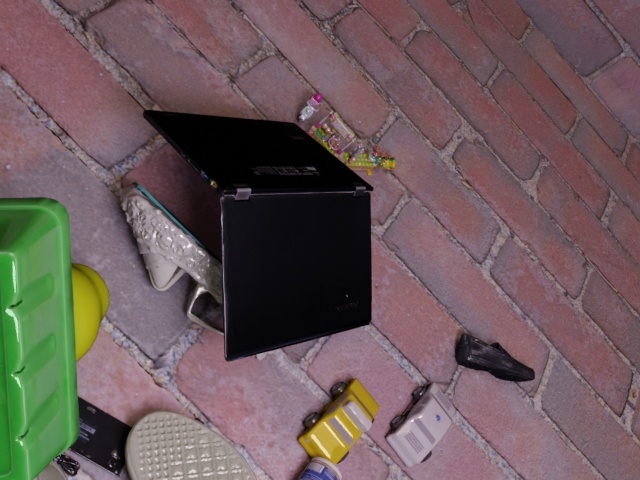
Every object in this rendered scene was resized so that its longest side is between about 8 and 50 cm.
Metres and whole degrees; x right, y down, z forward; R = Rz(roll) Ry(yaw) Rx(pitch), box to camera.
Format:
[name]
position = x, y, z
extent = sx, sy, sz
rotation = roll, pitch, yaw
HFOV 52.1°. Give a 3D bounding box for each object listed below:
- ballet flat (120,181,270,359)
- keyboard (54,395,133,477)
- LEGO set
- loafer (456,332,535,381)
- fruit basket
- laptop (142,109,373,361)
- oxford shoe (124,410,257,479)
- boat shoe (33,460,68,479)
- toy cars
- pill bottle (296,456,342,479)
[ballet flat]
position = -0.217, 0.069, 1.174
extent = 0.409, 0.147, 0.147
rotation = 41, 50, -10
[keyboard]
position = -0.377, 0.300, 1.003
extent = 0.180, 0.023, 0.108
rotation = 36, 44, -15
[LEGO set]
position = 0.079, -0.236, 1.554
extent = 0.287, 0.107, 0.132
rotation = 32, 52, -18
[loafer]
position = 0.420, 0.280, 1.552
extent = 0.223, 0.076, 0.078
rotation = 22, 63, -21
[fruit basket]
position = -0.443, 0.118, 0.895
extent = 0.283, 0.392, 0.391
rotation = -1, 66, -15
[laptop]
position = -0.102, -0.033, 1.226
extent = 0.382, 0.236, 0.408
rotation = -6, 41, -48
[oxford shoe]
position = -0.138, 0.454, 1.032
extent = 0.449, 0.130, 0.169
rotation = 42, 53, 3
[boat shoe]
position = -0.354, 0.473, 0.875
extent = 0.113, 0.127, 0.339
rotation = -27, 85, -2
[toy cars]
position = 0.139, 0.357, 1.302
extent = 0.394, 0.087, 0.176
rotation = 10, 62, -32
[pill bottle]
position = -0.019, 0.448, 1.153
extent = 0.067, 0.067, 0.120
rotation = 49, 49, -5
